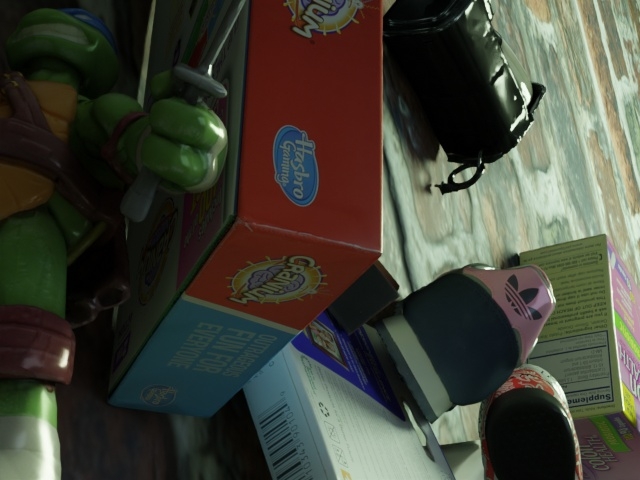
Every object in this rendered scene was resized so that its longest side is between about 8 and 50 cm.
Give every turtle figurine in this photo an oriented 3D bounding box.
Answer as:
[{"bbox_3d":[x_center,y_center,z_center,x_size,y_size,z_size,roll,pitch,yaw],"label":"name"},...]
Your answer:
[{"bbox_3d":[-0.145,-0.033,0.386,0.198,0.275,0.266,19,59,-18],"label":"turtle figurine"}]

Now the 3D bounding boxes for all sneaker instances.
[{"bbox_3d":[0.133,0.072,0.841,0.112,0.131,0.319,59,8,3],"label":"sneaker"},{"bbox_3d":[0.183,0.240,0.865,0.145,0.090,0.270,-46,131,-77],"label":"sneaker"}]

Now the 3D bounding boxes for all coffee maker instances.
[{"bbox_3d":[0.148,-0.176,1.072,0.178,0.120,0.171,54,35,-35],"label":"coffee maker"}]

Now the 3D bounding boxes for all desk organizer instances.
[{"bbox_3d":[0.000,0.000,0.733,0.130,0.047,0.050,51,9,1],"label":"desk organizer"}]

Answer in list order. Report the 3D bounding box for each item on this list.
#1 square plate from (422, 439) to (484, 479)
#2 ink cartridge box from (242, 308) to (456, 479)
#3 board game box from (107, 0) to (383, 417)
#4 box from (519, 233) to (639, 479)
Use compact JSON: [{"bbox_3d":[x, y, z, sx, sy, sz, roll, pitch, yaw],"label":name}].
[{"bbox_3d":[0.103,0.339,0.820,0.344,0.049,0.347,16,63,-60],"label":"square plate"},{"bbox_3d":[0.019,0.117,0.693,0.208,0.045,0.206,37,22,-47],"label":"ink cartridge box"},{"bbox_3d":[-0.044,-0.090,0.557,0.064,0.242,0.316,12,62,-19],"label":"board game box"},{"bbox_3d":[0.346,0.154,1.286,0.213,0.117,0.243,46,40,-44],"label":"box"}]
